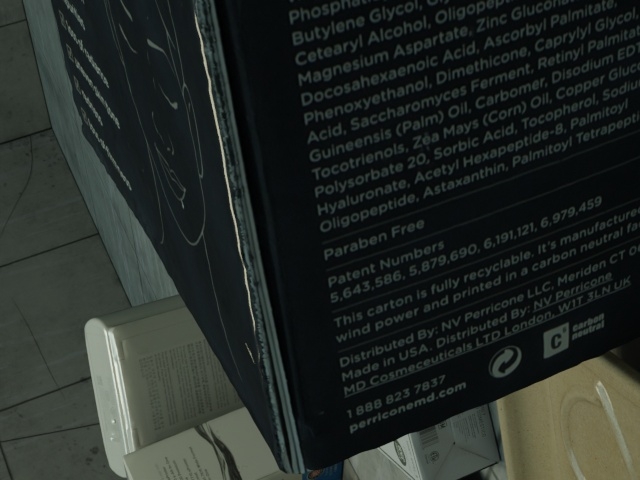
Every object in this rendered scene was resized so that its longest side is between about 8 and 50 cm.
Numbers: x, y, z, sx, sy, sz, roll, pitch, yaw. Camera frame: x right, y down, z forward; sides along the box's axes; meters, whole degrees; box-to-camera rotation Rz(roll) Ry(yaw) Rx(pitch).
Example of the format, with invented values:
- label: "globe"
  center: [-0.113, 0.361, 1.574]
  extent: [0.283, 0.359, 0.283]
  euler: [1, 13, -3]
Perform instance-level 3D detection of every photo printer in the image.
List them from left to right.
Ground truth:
- label: "photo printer"
  center: [-0.209, 0.210, 1.933]
  extent: [0.107, 0.308, 0.256]
  euler: [1, 103, 51]

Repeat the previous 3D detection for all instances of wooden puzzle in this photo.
- label: "wooden puzzle"
  center: [0.257, 0.229, 0.823]
  extent: [0.348, 0.081, 0.322]
  euler: [36, 143, 56]

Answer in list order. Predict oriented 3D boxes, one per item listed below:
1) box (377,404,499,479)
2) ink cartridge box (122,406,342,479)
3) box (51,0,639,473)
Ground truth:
- label: "box"
  center: [0.071, 0.130, 1.293]
  extent: [0.290, 0.087, 0.169]
  euler: [-153, 45, -67]
- label: "ink cartridge box"
  center: [-0.131, 0.369, 1.850]
  extent: [0.223, 0.308, 0.129]
  euler: [94, 151, -54]
- label: "box"
  center: [-0.011, -0.208, 0.772]
  extent: [0.480, 0.297, 0.471]
  euler: [-128, 23, -50]
